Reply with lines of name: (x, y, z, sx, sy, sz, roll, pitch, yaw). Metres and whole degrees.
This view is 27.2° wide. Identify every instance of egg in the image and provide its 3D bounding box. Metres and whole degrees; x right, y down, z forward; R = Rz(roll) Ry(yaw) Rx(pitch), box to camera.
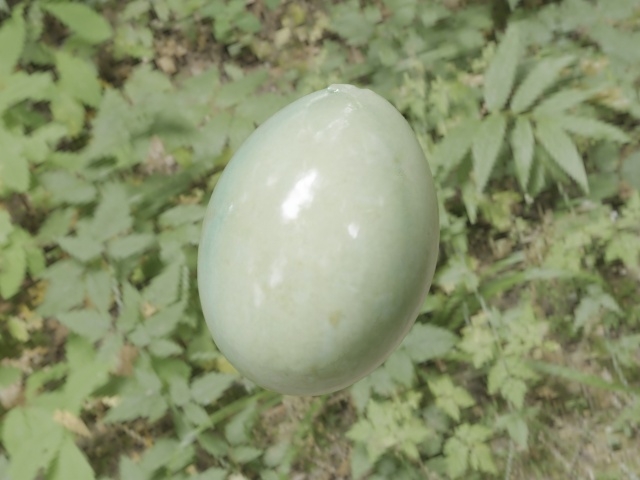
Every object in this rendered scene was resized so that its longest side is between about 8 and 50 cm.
egg: (0.000, 0.000, 0.637, 0.114, 0.114, 0.152, 14, 90, 35)
